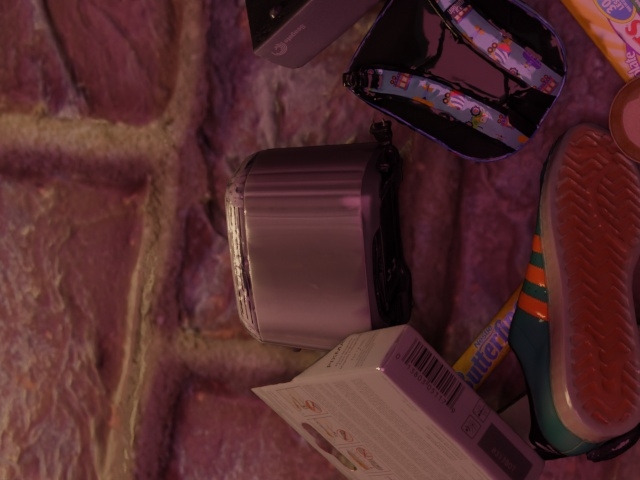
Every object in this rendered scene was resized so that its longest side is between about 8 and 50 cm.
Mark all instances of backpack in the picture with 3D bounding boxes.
[{"bbox_3d":[0.131,-0.160,1.429,0.173,0.117,0.158,32,104,5],"label":"backpack"}]

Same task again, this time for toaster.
[{"bbox_3d":[0.000,0.000,1.467,0.146,0.129,0.227,0,115,14],"label":"toaster"}]

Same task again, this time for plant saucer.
[{"bbox_3d":[0.300,-0.109,1.432,0.083,0.015,0.083,4,105,15],"label":"plant saucer"}]

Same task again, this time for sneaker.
[{"bbox_3d":[0.217,0.043,1.422,0.108,0.121,0.302,16,63,-20],"label":"sneaker"}]

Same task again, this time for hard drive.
[{"bbox_3d":[0.039,-0.266,1.408,0.054,0.172,0.254,40,107,-23],"label":"hard drive"}]

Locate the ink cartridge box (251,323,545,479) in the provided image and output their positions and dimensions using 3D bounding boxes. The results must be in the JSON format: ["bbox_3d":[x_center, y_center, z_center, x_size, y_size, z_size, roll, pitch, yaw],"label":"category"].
[{"bbox_3d":[0.067,0.166,1.462,0.189,0.232,0.066,45,67,-17],"label":"ink cartridge box"}]

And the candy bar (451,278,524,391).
[{"bbox_3d":[0.171,0.090,1.517,0.040,0.018,0.161,39,104,3],"label":"candy bar"}]

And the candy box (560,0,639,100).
[{"bbox_3d":[0.308,-0.182,1.437,0.105,0.027,0.206,-39,91,19],"label":"candy box"}]

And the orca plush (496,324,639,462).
[{"bbox_3d":[0.256,0.175,1.474,0.287,0.151,0.102,-42,123,16],"label":"orca plush"}]
